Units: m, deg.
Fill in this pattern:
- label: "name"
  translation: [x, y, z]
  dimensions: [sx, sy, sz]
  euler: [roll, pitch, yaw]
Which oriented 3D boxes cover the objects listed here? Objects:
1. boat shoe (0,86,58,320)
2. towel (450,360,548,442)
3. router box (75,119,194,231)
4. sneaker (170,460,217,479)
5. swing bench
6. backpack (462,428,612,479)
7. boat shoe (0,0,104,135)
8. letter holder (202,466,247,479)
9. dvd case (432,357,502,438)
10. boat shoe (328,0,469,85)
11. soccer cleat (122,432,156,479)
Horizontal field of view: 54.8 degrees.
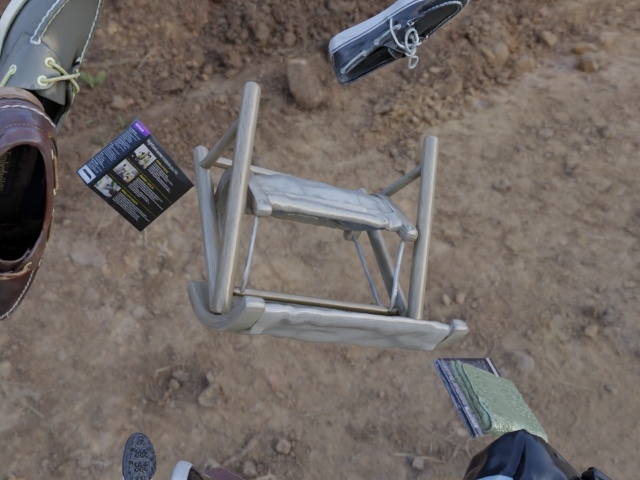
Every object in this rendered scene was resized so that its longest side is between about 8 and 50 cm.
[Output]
- label: "boat shoe"
  translation: [-0.241, -0.008, 0.461]
  dimensions: [0.073, 0.207, 0.073]
  euler: [-5, 42, -37]
- label: "towel"
  translation: [0.245, 0.226, 0.861]
  dimensions: [0.110, 0.027, 0.148]
  euler: [21, 18, -18]
- label: "router box"
  translation: [-0.312, -0.106, 1.065]
  dimensions: [0.133, 0.179, 0.046]
  euler: [-42, 64, -7]
- label: "sneaker"
  translation: [-0.120, 0.323, 0.752]
  dimensions: [0.121, 0.217, 0.079]
  euler: [12, 66, -1]
- label: "swing bench"
  translation: [0.000, 0.000, 0.685]
  dimensions: [0.253, 0.165, 0.254]
  euler: [11, 63, -29]
- label: "backpack"
  translation: [0.153, 0.374, 0.457]
  dimensions: [0.290, 0.273, 0.355]
  euler: [46, 26, 4]
- label: "boat shoe"
  translation: [-0.337, -0.181, 0.730]
  dimensions: [0.091, 0.305, 0.109]
  euler: [37, 8, 17]
- label: "letter holder"
  translation: [-0.194, 0.635, 1.307]
  dimensions: [0.302, 0.152, 0.214]
  euler: [17, 15, 37]
- label: "dvd case"
  translation: [0.328, 0.314, 1.254]
  dimensions: [0.221, 0.018, 0.164]
  euler: [11, 45, -46]
- label: "boat shoe"
  translation: [0.155, -0.399, 1.211]
  dimensions: [0.306, 0.113, 0.105]
  euler: [-18, 71, 23]
- label: "soccer cleat"
  translation: [-0.548, 0.735, 1.821]
  dimensions: [0.109, 0.116, 0.318]
  euler: [11, 58, -43]
